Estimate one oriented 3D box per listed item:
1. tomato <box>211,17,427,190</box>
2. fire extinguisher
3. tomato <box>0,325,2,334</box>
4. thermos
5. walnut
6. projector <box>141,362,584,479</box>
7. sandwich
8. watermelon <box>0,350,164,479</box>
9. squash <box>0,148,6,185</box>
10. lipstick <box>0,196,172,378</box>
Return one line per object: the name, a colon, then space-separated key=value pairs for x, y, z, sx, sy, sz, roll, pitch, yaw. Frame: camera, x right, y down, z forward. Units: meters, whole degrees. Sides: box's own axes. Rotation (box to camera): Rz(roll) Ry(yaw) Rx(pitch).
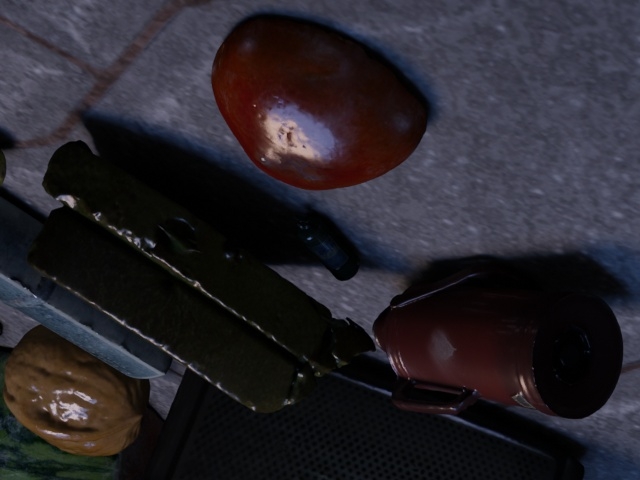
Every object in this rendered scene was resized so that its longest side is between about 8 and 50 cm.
tomato: x=-0.012 y=-0.079 z=1.084 sx=0.156 sy=0.069 sz=0.155 roll=19 pitch=156 yaw=9
fire extinguisher: x=0.000 y=0.000 z=1.302 sx=0.038 sy=0.025 sz=0.083 roll=33 pitch=170 yaw=44
tomato: x=-0.484 y=0.140 z=1.883 sx=0.181 sy=0.155 sz=0.214 roll=22 pitch=156 yaw=-10
thermos: x=0.118 y=0.083 z=1.261 sx=0.099 sy=0.124 sz=0.232 roll=41 pitch=158 yaw=-31
walnut: x=-0.264 y=0.159 z=1.737 sx=0.167 sy=0.149 sz=0.166 roll=18 pitch=130 yaw=24
projector: x=0.022 y=0.299 z=1.656 sx=0.405 sy=0.242 sz=0.395 roll=21 pitch=156 yaw=1
sandwich: x=-0.123 y=0.034 z=1.332 sx=0.292 sy=0.109 sz=0.212 roll=36 pitch=172 yaw=-26
watermelon: x=-0.312 y=0.274 z=1.986 sx=0.213 sy=0.261 sz=0.201 roll=7 pitch=-179 yaw=24
squash: x=-0.376 y=-0.083 z=1.406 sx=0.229 sy=0.066 sz=0.066 roll=16 pitch=156 yaw=18
lipstick: x=-0.258 y=0.042 z=1.552 sx=0.290 sy=0.076 sz=0.077 roll=38 pitch=151 yaw=-32
